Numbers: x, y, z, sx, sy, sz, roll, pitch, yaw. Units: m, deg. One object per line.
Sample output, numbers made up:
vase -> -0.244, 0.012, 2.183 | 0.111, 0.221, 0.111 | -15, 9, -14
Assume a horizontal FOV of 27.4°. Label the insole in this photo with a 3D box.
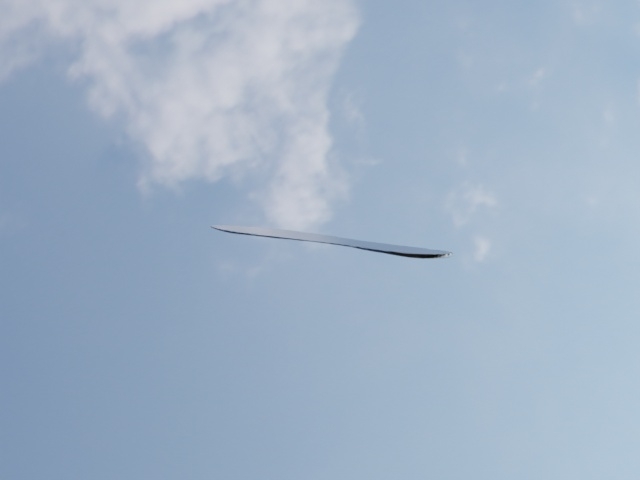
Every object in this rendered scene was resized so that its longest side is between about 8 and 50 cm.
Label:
insole -> 0.000, 0.000, 1.096 | 0.086, 0.253, 0.005 | -1, -84, -47
